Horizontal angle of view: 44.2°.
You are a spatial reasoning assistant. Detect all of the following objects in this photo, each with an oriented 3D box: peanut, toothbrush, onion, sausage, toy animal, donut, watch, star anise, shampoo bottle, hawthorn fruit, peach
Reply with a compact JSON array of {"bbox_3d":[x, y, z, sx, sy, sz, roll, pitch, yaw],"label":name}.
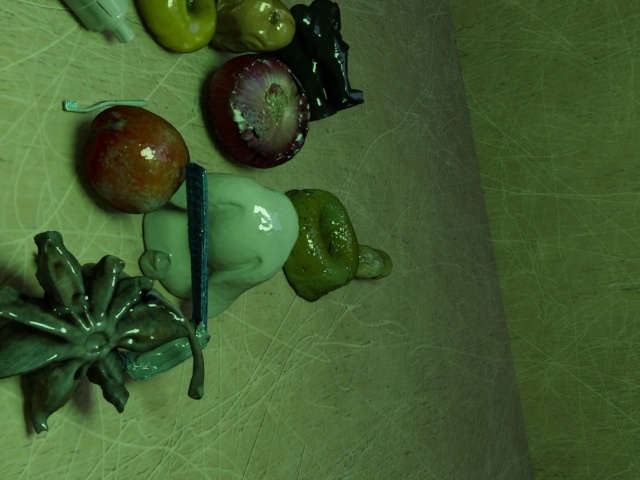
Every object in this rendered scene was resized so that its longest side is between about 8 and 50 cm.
[{"bbox_3d":[0.126,0.061,2.083,0.214,0.100,0.099,20,62,-65],"label":"peanut"},{"bbox_3d":[-0.362,-0.230,1.344,0.204,0.017,0.022,-21,117,-62],"label":"toothbrush"},{"bbox_3d":[-0.134,-0.264,1.635,0.248,0.161,0.247,27,54,-44],"label":"onion"},{"bbox_3d":[-0.150,-0.442,1.594,0.136,0.241,0.120,13,90,-45],"label":"sausage"},{"bbox_3d":[-0.163,-0.005,1.371,0.206,0.265,0.271,-28,106,-60],"label":"toy animal"},{"bbox_3d":[0.000,0.000,1.845,0.272,0.107,0.271,36,47,-52],"label":"donut"},{"bbox_3d":[-0.249,0.058,1.239,0.276,0.068,0.274,-32,114,-15],"label":"watch"},{"bbox_3d":[-0.332,0.134,1.110,0.316,0.139,0.359,-20,121,-23],"label":"star anise"},{"bbox_3d":[-0.403,-0.442,1.268,0.303,0.092,0.092,55,36,-39],"label":"shampoo bottle"},{"bbox_3d":[-0.299,-0.134,1.269,0.173,0.173,0.172,32,53,-55],"label":"hawthorn fruit"},{"bbox_3d":[-0.271,-0.447,1.504,0.179,0.103,0.179,39,44,-52],"label":"peach"}]

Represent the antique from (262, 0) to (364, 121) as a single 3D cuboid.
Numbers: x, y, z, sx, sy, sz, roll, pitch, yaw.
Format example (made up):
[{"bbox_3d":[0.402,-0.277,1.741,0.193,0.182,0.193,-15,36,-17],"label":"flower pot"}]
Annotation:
[{"bbox_3d":[-0.028,-0.403,1.793,0.185,0.322,0.254,-19,104,-22],"label":"antique"}]
